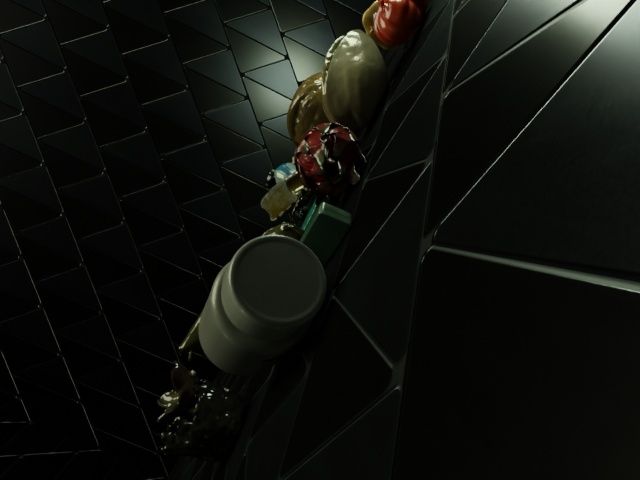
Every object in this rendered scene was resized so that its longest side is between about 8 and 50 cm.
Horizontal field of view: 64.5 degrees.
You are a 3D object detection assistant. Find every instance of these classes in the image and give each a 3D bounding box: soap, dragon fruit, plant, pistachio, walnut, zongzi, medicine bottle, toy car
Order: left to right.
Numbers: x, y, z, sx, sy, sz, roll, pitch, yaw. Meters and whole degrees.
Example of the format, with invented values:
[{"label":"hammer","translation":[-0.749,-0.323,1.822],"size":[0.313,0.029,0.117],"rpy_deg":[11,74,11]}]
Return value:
[{"label":"plant","translation":[-0.313,0.447,1.286],"size":[0.204,0.234,0.178],"rpy_deg":[-53,17,33]},{"label":"zongzi","translation":[-0.173,0.100,1.370],"size":[0.418,0.181,0.447],"rpy_deg":[-34,-18,-50]},{"label":"medicine bottle","translation":[-0.122,0.137,1.018],"size":[0.339,0.208,0.208],"rpy_deg":[-53,13,58]},{"label":"toy car","translation":[-0.075,-0.200,1.919],"size":[0.190,0.189,0.255],"rpy_deg":[-49,-28,-13]},{"label":"soap","translation":[-0.043,-0.177,1.584],"size":[0.274,0.089,0.173],"rpy_deg":[-37,-1,-42]},{"label":"walnut","translation":[0.012,-0.475,1.959],"size":[0.332,0.333,0.333],"rpy_deg":[-63,7,13]},{"label":"dragon fruit","translation":[0.024,-0.212,1.351],"size":[0.192,0.193,0.274],"rpy_deg":[-32,15,10]},{"label":"pistachio","translation":[0.102,-0.499,1.591],"size":[0.208,0.226,0.331],"rpy_deg":[-4,72,57]}]

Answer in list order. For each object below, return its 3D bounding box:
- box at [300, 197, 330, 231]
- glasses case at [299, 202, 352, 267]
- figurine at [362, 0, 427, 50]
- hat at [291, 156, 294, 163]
[{"label":"box","translation":[-0.033,-0.066,1.787],"size":[0.229,0.042,0.162],"rpy_deg":[-63,7,4]},{"label":"glasses case","translation":[0.000,0.000,1.131],"size":[0.039,0.078,0.184],"rpy_deg":[-77,13,-47]},{"label":"figurine","translation":[0.233,-0.698,1.565],"size":[0.208,0.180,0.257],"rpy_deg":[-35,17,3]},{"label":"hat","translation":[-0.001,-0.387,2.349],"size":[0.275,0.161,0.232],"rpy_deg":[-40,6,2]}]
